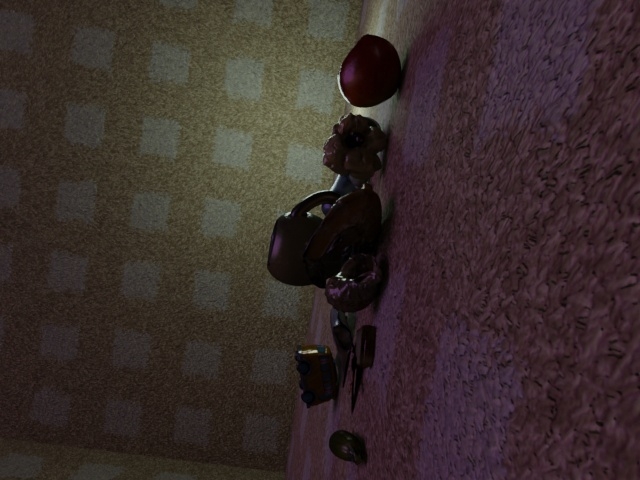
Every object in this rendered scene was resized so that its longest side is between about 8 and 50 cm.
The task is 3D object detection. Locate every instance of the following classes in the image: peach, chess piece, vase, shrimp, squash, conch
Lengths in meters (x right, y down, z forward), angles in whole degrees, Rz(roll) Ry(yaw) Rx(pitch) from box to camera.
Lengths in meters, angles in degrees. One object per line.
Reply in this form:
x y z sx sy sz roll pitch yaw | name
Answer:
0.141 -0.490 1.395 0.190 0.190 0.192 -130 30 -85 | peach
0.132 -0.274 1.627 0.271 0.139 0.139 88 -174 -50 | chess piece
0.000 0.000 1.527 0.241 0.302 0.329 -102 26 -68 | vase
0.059 0.048 1.324 0.272 0.085 0.445 -33 -33 -27 | shrimp
0.060 0.505 1.182 0.252 0.066 0.066 113 165 -70 | squash
0.089 0.100 1.218 0.207 0.130 0.155 132 136 -57 | conch

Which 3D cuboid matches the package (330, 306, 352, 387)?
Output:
0.068 0.326 1.589 0.204 0.062 0.250 -99 5 -77 | package

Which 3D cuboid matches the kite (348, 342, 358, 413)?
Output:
0.092 0.363 1.296 0.183 0.014 0.241 -60 -27 -69 | kite

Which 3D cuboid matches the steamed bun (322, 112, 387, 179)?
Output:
0.108 -0.275 1.429 0.177 0.192 0.106 -60 2 -2 | steamed bun

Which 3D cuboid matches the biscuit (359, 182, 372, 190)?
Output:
0.137 -0.082 1.592 0.288 0.044 0.202 -86 6 -68 | biscuit

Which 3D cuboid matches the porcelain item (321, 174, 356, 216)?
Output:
0.088 -0.171 1.856 0.141 0.141 0.259 112 176 -73 | porcelain item

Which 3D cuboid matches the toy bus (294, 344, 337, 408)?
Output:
-0.012 0.462 1.652 0.126 0.136 0.209 -135 37 -82 | toy bus

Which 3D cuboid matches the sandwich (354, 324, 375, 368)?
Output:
0.110 0.271 1.202 0.093 0.036 0.104 108 170 -63 | sandwich
